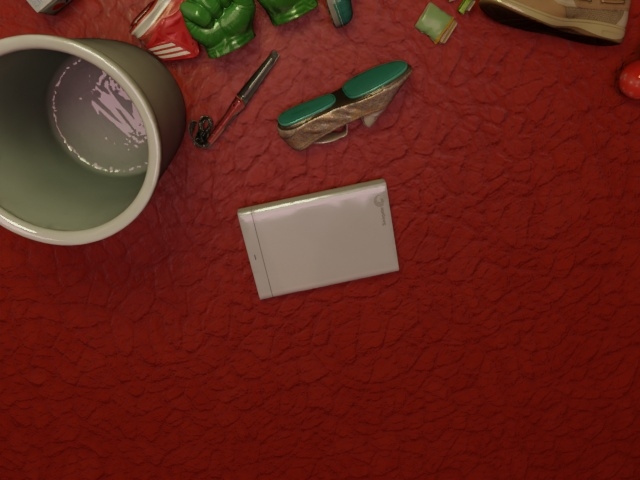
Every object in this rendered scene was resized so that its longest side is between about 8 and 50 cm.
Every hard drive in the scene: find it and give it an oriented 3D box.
[{"bbox_3d":[0.000,0.000,1.313,0.352,0.047,0.233,-12,112,-1],"label":"hard drive"}]

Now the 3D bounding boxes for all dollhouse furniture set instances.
[{"bbox_3d":[0.273,-0.493,1.142,0.076,0.058,0.152,29,106,-15],"label":"dollhouse furniture set"}]

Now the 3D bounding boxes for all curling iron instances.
[{"bbox_3d":[-0.188,-0.306,1.183,0.274,0.035,0.068,-42,109,11],"label":"curling iron"}]

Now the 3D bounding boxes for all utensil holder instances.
[{"bbox_3d":[-0.430,-0.209,1.012,0.327,0.385,0.328,-2,110,-5],"label":"utensil holder"}]

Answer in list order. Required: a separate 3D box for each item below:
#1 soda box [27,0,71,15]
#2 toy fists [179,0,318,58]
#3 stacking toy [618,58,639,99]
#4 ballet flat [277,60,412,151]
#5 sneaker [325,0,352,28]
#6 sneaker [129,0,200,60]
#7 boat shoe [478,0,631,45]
[{"bbox_3d":[-0.585,-0.570,1.013,0.091,0.098,0.286,-36,110,7],"label":"soda box"},{"bbox_3d":[-0.136,-0.476,1.061,0.279,0.096,0.142,-30,122,-5],"label":"toy fists"},{"bbox_3d":[0.777,-0.457,1.177,0.141,0.141,0.330,29,112,-15],"label":"stacking toy"},{"bbox_3d":[0.060,-0.286,1.193,0.315,0.108,0.106,-21,131,9],"label":"ballet flat"},{"bbox_3d":[0.049,-0.580,1.062,0.121,0.108,0.302,-8,110,3],"label":"sneaker"},{"bbox_3d":[-0.269,-0.460,1.110,0.221,0.087,0.128,-40,128,8],"label":"sneaker"},{"bbox_3d":[0.491,-0.494,1.137,0.341,0.121,0.110,6,106,-18],"label":"boat shoe"}]
